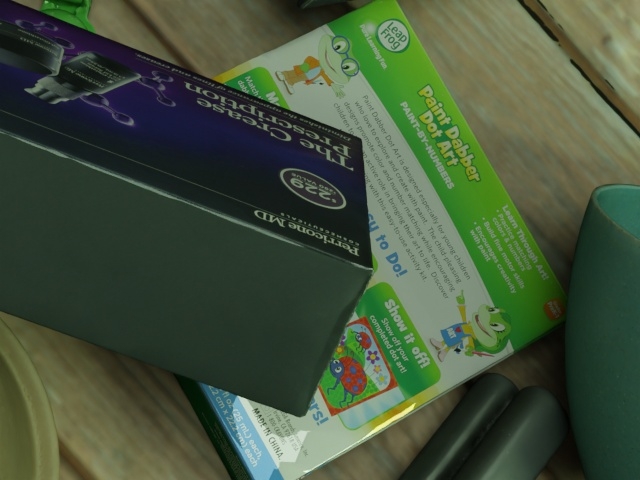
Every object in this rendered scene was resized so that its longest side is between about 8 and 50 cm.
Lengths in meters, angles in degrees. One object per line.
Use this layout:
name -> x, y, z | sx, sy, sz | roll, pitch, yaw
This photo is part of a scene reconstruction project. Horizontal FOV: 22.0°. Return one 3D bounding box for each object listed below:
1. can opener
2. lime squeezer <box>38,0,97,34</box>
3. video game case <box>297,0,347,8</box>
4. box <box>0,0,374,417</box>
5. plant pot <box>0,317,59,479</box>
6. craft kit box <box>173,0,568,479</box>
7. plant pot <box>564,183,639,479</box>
can opener -> 0.061, 0.214, 1.012 | 0.283, 0.076, 0.095 | -49, 125, -21
lime squeezer -> -0.161, -0.143, 1.013 | 0.059, 0.110, 0.310 | 6, 105, -13
video game case -> 0.054, -0.291, 1.108 | 0.275, 0.035, 0.248 | -16, 80, -36
box -> -0.110, -0.029, 0.888 | 0.261, 0.184, 0.103 | 21, 116, -10
plant pot -> -0.255, 0.109, 0.852 | 0.263, 0.229, 0.263 | 4, 74, -15
craft kit box -> 0.000, 0.000, 1.046 | 0.246, 0.061, 0.250 | -27, 85, -18
plant pot -> 0.269, 0.110, 1.002 | 0.290, 0.290, 0.195 | 15, 105, -12
